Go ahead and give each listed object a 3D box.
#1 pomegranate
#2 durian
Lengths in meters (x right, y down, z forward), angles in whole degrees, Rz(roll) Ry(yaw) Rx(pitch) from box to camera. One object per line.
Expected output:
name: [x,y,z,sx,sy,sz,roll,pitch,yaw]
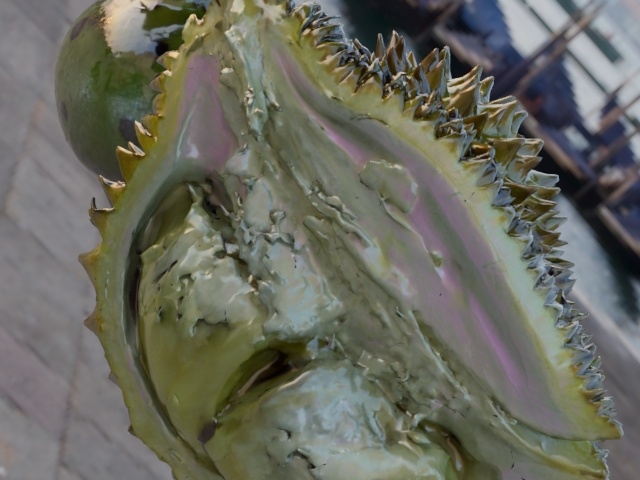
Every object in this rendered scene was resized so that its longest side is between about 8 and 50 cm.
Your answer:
pomegranate: [-0.085,-0.109,0.928,0.148,0.169,0.148,13,6,-1]
durian: [0.000,0.000,0.461,0.102,0.146,0.208,-38,109,-72]
